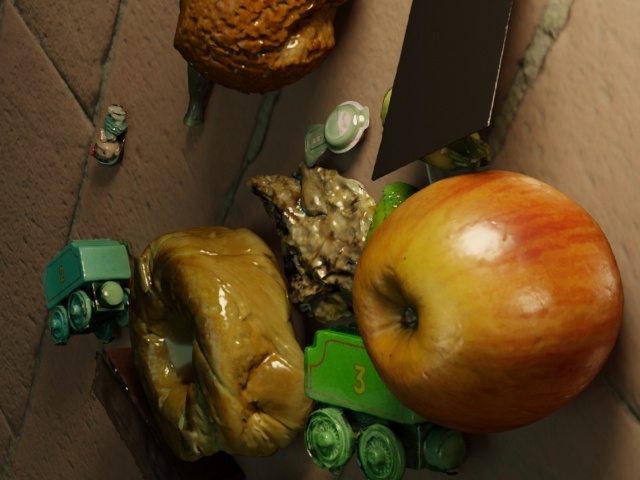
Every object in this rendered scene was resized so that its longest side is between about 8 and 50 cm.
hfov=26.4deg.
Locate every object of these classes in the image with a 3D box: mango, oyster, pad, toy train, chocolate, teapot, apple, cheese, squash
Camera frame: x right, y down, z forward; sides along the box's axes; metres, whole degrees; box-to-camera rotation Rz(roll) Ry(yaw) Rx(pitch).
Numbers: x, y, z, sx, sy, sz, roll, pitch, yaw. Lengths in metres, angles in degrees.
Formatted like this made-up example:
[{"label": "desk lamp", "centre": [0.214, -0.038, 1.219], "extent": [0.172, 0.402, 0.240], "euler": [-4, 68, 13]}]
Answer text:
[{"label": "mango", "centre": [0.097, 0.019, 1.601], "extent": [0.119, 0.100, 0.178], "euler": [112, 164, -72]}, {"label": "oyster", "centre": [0.000, 0.000, 1.765], "extent": [0.223, 0.083, 0.214], "euler": [-16, 87, 48]}, {"label": "pad", "centre": [0.141, -0.219, 1.442], "extent": [0.202, 0.005, 0.299], "euler": [-24, 47, 54]}, {"label": "toy train", "centre": [0.078, 0.193, 1.657], "extent": [0.243, 0.132, 0.188], "euler": [5, 98, 52]}, {"label": "chocolate", "centre": [-0.243, 0.296, 2.147], "extent": [0.321, 0.112, 0.112], "euler": [50, 136, 34]}, {"label": "teapot", "centre": [-0.180, -0.220, 1.995], "extent": [0.043, 0.043, 0.110], "euler": [45, 135, 40]}, {"label": "apple", "centre": [0.166, 0.061, 1.409], "extent": [0.286, 0.233, 0.286], "euler": [20, 115, 52]}, {"label": "cheese", "centre": [0.019, -0.139, 1.732], "extent": [0.121, 0.026, 0.067], "euler": [-22, 63, 45]}, {"label": "squash", "centre": [0.136, -0.116, 1.466], "extent": [0.224, 0.094, 0.094], "euler": [-125, 36, -69]}, {"label": "toy train", "centre": [-0.393, 0.085, 2.306], "extent": [0.203, 0.112, 0.163], "euler": [-31, 67, 51]}]

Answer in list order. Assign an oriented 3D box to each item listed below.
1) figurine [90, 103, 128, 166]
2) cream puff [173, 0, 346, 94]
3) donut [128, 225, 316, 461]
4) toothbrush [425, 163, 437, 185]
[{"label": "figurine", "centre": [-0.345, -0.172, 2.232], "extent": [0.060, 0.047, 0.106], "euler": [35, 122, 26]}, {"label": "cream puff", "centre": [-0.058, -0.321, 1.641], "extent": [0.303, 0.212, 0.303], "euler": [-165, 90, -79]}, {"label": "donut", "centre": [-0.145, 0.152, 1.928], "extent": [0.360, 0.170, 0.360], "euler": [27, 122, 55]}, {"label": "toothbrush", "centre": [0.154, -0.001, 1.588], "extent": [0.022, 0.026, 0.263], "euler": [-22, 79, 60]}]
